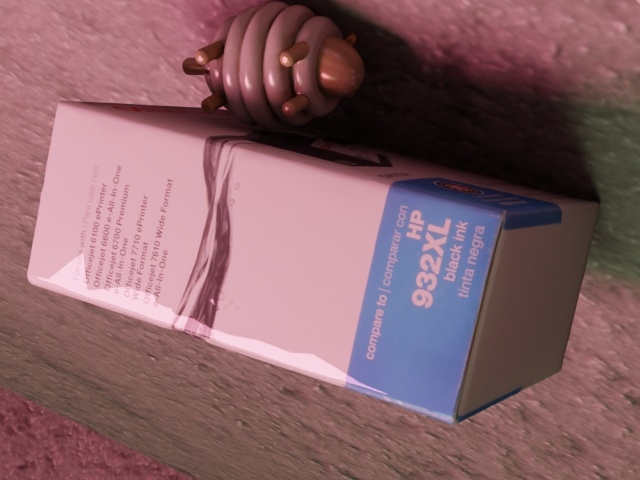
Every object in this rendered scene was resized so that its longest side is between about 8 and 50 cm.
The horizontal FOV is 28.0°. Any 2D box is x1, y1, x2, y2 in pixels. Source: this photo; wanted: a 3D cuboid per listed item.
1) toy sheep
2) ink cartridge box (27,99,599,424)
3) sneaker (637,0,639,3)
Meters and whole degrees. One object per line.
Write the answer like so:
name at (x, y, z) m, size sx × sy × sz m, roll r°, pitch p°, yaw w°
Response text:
toy sheep at (-0.032, -0.111, 0.826) m, size 0.132 × 0.091 × 0.091 m, roll 10°, pitch 152°, yaw 23°
ink cartridge box at (0.000, 0.000, 0.853) m, size 0.307 × 0.129 × 0.223 m, roll 16°, pitch -170°, yaw 24°
sneaker at (0.144, -0.198, 0.401) m, size 0.330 × 0.122 × 0.146 m, roll 102°, pitch 146°, yaw -59°
